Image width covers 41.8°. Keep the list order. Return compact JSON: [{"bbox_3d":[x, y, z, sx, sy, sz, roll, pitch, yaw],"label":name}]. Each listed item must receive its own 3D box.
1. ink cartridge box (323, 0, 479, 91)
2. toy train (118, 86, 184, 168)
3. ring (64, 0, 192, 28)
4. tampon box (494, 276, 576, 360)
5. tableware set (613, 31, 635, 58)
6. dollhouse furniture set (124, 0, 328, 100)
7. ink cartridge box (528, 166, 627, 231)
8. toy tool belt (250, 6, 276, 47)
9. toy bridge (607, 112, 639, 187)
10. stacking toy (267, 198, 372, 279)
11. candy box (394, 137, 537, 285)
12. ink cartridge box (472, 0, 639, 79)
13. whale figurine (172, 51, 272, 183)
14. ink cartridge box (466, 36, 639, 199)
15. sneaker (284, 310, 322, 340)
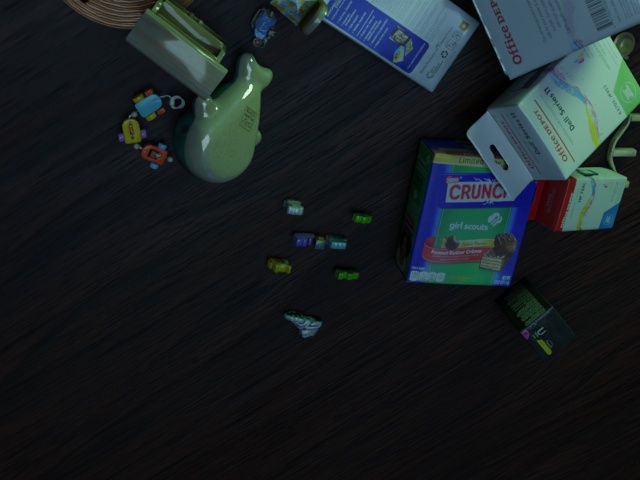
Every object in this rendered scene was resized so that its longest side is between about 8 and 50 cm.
[{"bbox_3d":[0.134,-0.474,1.721,0.370,0.069,0.176,28,107,-25],"label":"ink cartridge box"},{"bbox_3d":[-0.351,-0.239,1.742,0.125,0.046,0.166,14,111,-25],"label":"toy train"},{"bbox_3d":[-0.369,-0.573,1.587,0.336,0.032,0.337,-4,116,-9],"label":"ring"},{"bbox_3d":[0.527,0.192,2.063,0.101,0.161,0.120,-40,116,8],"label":"tampon box"},{"bbox_3d":[0.659,-0.480,1.856,0.141,0.020,0.169,11,111,-19],"label":"tableware set"},{"bbox_3d":[-0.155,-0.484,1.497,0.362,0.256,0.394,36,106,-19],"label":"dollhouse furniture set"},{"bbox_3d":[0.591,-0.096,1.959,0.231,0.078,0.134,-4,117,-27],"label":"ink cartridge box"},{"bbox_3d":[-0.116,-0.429,1.696,0.052,0.051,0.083,17,110,-19],"label":"toy tool belt"},{"bbox_3d":[0.716,-0.210,1.991,0.063,0.026,0.188,-1,115,-9],"label":"toy bridge"},{"bbox_3d":[0.000,0.000,1.926,0.221,0.052,0.167,6,115,-17],"label":"stacking toy"},{"bbox_3d":[0.335,-0.062,1.924,0.268,0.122,0.317,3,113,-15],"label":"candy box"},{"bbox_3d":[0.478,-0.493,1.667,0.306,0.131,0.226,-20,106,27],"label":"ink cartridge box"},{"bbox_3d":[-0.204,-0.255,1.725,0.216,0.141,0.272,27,87,-56],"label":"whale figurine"},{"bbox_3d":[0.502,-0.269,1.786,0.353,0.119,0.207,-44,109,-15],"label":"ink cartridge box"},{"bbox_3d":[-0.050,0.211,2.017,0.098,0.038,0.069,16,110,-18],"label":"sneaker"}]
